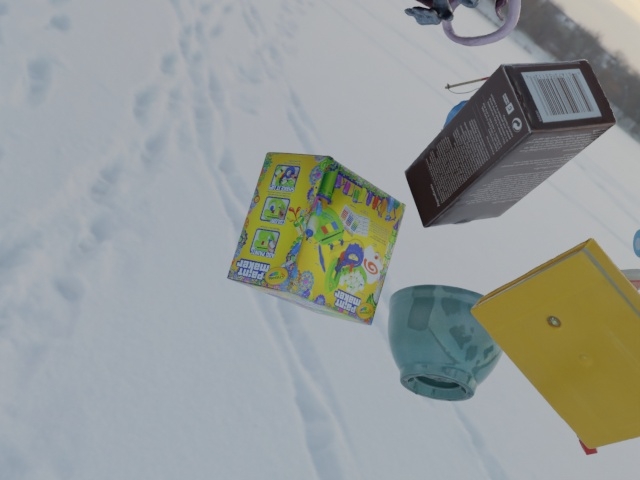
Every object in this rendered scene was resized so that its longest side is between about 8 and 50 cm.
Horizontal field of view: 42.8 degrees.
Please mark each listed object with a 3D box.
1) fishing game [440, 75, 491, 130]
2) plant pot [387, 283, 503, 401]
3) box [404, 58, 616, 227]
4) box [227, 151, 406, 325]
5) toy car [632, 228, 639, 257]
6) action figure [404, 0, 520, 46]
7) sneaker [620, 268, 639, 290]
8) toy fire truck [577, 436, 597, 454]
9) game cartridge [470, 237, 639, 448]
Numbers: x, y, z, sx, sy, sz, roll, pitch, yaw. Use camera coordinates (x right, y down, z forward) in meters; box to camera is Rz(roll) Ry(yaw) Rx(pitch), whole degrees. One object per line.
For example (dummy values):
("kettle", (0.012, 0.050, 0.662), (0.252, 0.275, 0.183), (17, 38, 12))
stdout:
("fishing game", (0.394, -0.271, 2.009), (0.041, 0.189, 0.263), (-4, 83, -84))
("plant pot", (0.287, 0.256, 1.904), (0.293, 0.293, 0.196), (29, 59, -27))
("box", (0.329, -0.166, 1.488), (0.191, 0.381, 0.143), (-8, 69, -25))
("box", (0.000, 0.000, 1.701), (0.177, 0.279, 0.290), (9, -12, 40))
("toy car", (0.862, -0.044, 1.836), (0.219, 0.237, 0.210), (1, 25, -5))
("action figure", (0.233, -0.474, 1.070), (0.248, 0.370, 0.276), (11, -5, 39))
("sneaker", (0.498, 0.086, 1.359), (0.051, 0.134, 0.070), (-20, 102, -64))
("toy fire truck", (0.625, 0.382, 1.791), (0.047, 0.135, 0.192), (63, 19, -15))
("game cartridge", (0.437, 0.178, 1.317), (0.323, 0.285, 0.053), (49, 53, -1))
